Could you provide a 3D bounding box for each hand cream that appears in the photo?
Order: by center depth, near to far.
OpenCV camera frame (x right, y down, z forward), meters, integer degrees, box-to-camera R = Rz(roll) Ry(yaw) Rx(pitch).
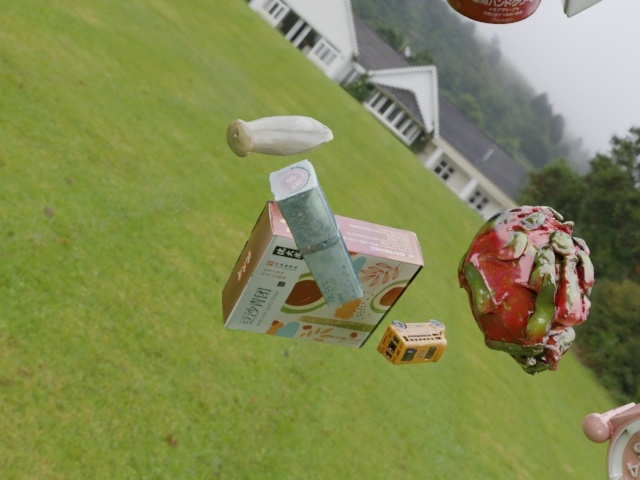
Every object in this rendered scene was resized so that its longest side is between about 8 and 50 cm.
[{"bbox_3d":[0.327,-0.501,1.375,0.193,0.193,0.125,44,-25,30],"label":"hand cream"}]

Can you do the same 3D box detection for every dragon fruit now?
[{"bbox_3d":[0.375,0.084,1.340,0.231,0.236,0.303,41,44,-43],"label":"dragon fruit"}]

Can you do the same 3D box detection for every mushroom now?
[{"bbox_3d":[-0.096,-0.234,1.677,0.246,0.096,0.108,-5,47,-34],"label":"mushroom"}]

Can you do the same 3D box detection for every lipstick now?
[{"bbox_3d":[0.000,0.000,1.222,0.290,0.076,0.078,64,6,-45],"label":"lipstick"}]

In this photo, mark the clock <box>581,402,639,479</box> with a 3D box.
[{"bbox_3d":[0.526,0.328,1.044,0.142,0.227,0.241,-5,68,-38],"label":"clock"}]

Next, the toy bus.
[{"bbox_3d":[0.232,0.247,1.780,0.194,0.083,0.088,3,29,-40],"label":"toy bus"}]

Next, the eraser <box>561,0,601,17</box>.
[{"bbox_3d":[0.578,-0.616,1.623,0.082,0.213,0.397,5,24,14],"label":"eraser"}]

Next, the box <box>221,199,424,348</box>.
[{"bbox_3d":[-0.003,0.095,1.807,0.385,0.345,0.122,12,43,-22],"label":"box"}]
